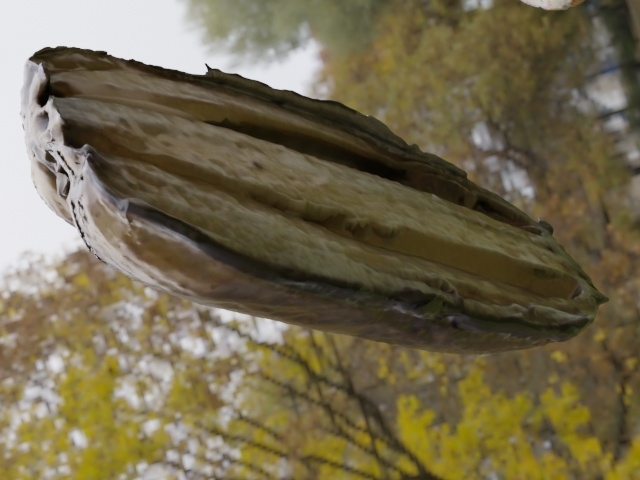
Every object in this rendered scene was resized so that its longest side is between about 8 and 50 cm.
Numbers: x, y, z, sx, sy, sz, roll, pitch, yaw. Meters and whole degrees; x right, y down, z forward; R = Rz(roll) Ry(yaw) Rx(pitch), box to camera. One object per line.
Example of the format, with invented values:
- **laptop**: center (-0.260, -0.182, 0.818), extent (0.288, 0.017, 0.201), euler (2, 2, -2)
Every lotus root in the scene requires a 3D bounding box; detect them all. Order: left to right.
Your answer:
- **lotus root**: center (0.000, 0.000, 0.708), extent (0.329, 0.078, 0.167), euler (16, -148, -35)

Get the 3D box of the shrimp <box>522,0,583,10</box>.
- **shrimp**: center (0.163, -0.242, 1.122), extent (0.045, 0.095, 0.162), euler (-11, -122, -37)
